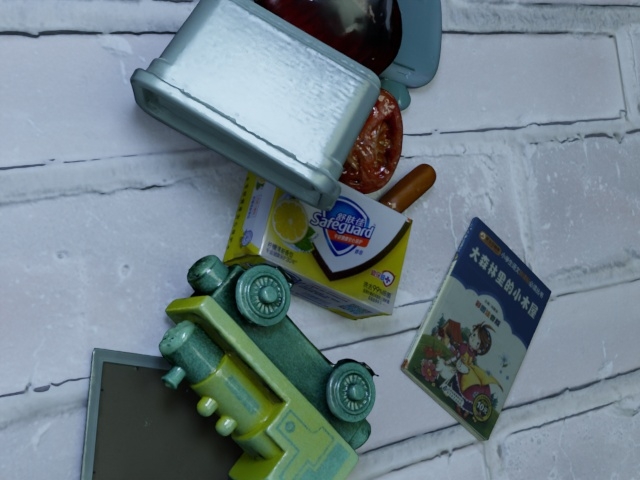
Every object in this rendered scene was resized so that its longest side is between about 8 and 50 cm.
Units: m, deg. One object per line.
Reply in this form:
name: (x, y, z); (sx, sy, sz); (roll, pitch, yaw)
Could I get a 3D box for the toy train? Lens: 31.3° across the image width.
toy train: (-0.085, 0.197, 1.578); (0.369, 0.150, 0.237); (49, 61, -19)

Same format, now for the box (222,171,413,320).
box: (0.000, 0.000, 1.711); (0.265, 0.097, 0.168); (28, 68, -33)

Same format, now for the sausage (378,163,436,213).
sausage: (0.140, -0.079, 1.867); (0.131, 0.041, 0.039); (-42, 131, -34)

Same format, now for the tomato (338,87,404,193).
tomato: (0.039, -0.160, 1.771); (0.167, 0.082, 0.174); (-8, 111, -12)

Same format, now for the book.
book: (0.274, 0.150, 1.960); (0.228, 0.018, 0.322); (43, 61, -27)

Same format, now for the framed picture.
framed picture: (-0.195, 0.279, 1.571); (0.296, 0.019, 0.232); (14, 73, -37)

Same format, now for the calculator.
calculator: (0.129, -0.357, 1.893); (0.186, 0.041, 0.298); (15, 74, -36)

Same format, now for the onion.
onion: (-0.014, -0.340, 1.699); (0.273, 0.285, 0.273); (48, 21, -25)

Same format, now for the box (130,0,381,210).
box: (-0.074, -0.195, 1.540); (0.312, 0.175, 0.182); (31, 81, 0)
